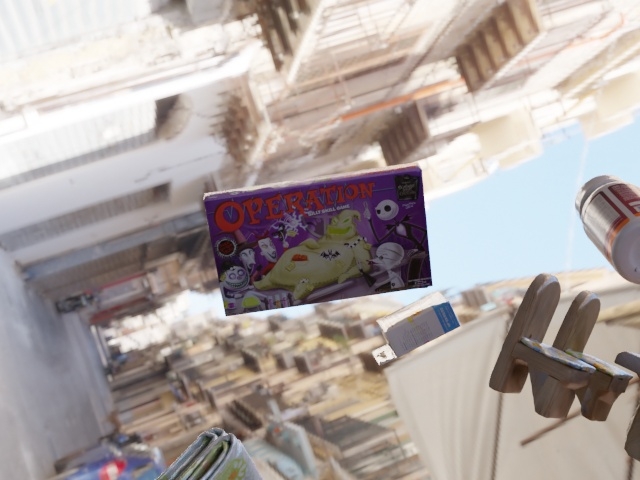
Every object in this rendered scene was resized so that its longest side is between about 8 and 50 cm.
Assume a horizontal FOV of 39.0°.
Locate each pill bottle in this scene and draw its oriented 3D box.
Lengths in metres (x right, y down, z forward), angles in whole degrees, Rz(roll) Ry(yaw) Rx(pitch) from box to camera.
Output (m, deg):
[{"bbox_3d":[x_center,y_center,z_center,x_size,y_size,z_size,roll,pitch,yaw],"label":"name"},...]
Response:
[{"bbox_3d":[0.503,-0.025,1.488,0.221,0.121,0.121,-98,176,-66],"label":"pill bottle"}]

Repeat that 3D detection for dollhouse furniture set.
[{"bbox_3d":[0.468,0.142,1.040,0.362,0.394,0.257,25,-86,37],"label":"dollhouse furniture set"}]

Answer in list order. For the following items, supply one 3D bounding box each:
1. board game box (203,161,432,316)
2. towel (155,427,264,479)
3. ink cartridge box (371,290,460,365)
[{"bbox_3d":[0.000,0.000,1.457,0.056,0.346,0.208,-100,-179,-73],"label":"board game box"},{"bbox_3d":[-0.175,0.477,1.251,0.090,0.320,0.374,24,-34,43],"label":"towel"},{"bbox_3d":[0.180,0.177,1.835,0.062,0.181,0.104,64,-2,-11],"label":"ink cartridge box"}]
